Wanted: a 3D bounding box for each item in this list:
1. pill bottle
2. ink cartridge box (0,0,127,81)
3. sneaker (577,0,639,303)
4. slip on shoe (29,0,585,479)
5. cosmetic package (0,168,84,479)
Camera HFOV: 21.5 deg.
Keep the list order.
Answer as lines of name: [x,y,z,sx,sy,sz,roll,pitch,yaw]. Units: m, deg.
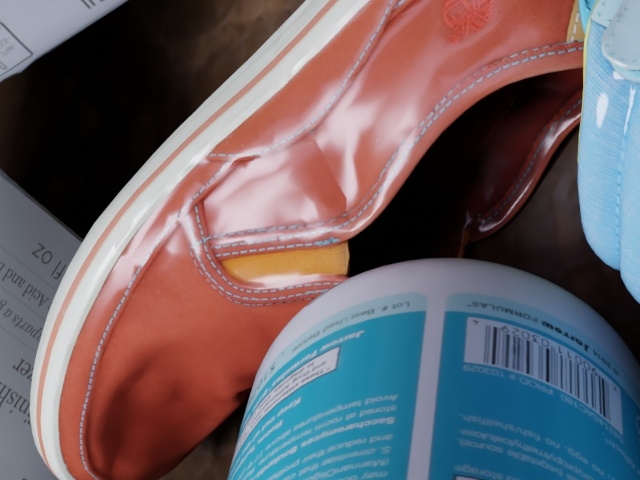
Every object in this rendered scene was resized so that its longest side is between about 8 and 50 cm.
pill bottle: [0.032,0.129,0.492,0.146,0.264,0.146,4,121,6]
ink cartridge box: [-0.185,-0.218,0.766,0.308,0.091,0.385,-32,46,8]
sneaker: [0.185,-0.072,0.452,0.208,0.127,0.319,48,119,26]
slip on shoe: [0.000,0.000,0.638,0.331,0.123,0.101,-46,64,26]
cosmetic package: [-0.198,0.052,0.745,0.151,0.151,0.184,25,77,40]
